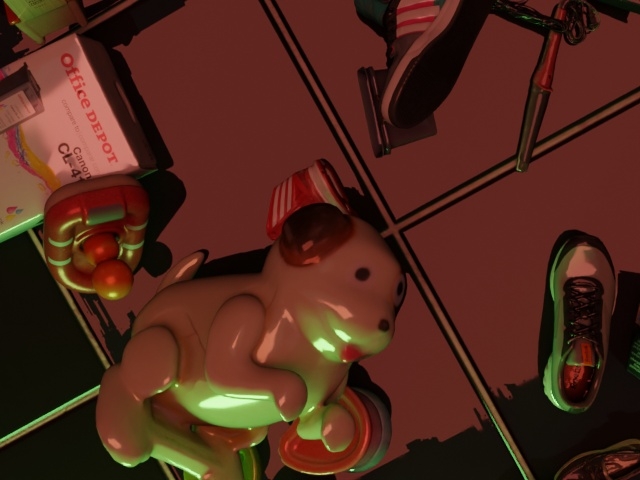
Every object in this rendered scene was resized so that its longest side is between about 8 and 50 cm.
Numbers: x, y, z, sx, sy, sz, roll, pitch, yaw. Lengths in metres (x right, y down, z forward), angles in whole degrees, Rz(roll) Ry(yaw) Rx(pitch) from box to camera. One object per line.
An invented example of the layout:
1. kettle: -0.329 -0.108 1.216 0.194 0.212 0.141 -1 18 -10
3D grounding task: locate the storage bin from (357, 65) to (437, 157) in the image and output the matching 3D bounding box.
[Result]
1. storage bin: 0.116 -0.199 1.525 0.091 0.098 0.135 -14 94 -6

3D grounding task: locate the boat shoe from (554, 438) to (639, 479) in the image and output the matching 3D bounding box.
1. boat shoe: 0.429 0.347 1.570 0.152 0.049 0.056 -28 93 6

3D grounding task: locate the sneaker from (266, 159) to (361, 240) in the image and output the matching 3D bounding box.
1. sneaker: 0.000 0.000 1.563 0.128 0.087 0.221 -26 87 18

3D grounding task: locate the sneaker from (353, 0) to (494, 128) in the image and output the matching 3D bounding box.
1. sneaker: 0.114 -0.301 1.461 0.178 0.124 0.296 19 70 35

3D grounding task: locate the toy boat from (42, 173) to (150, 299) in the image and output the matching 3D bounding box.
1. toy boat: -0.315 0.018 1.495 0.151 0.231 0.151 -14 66 -21

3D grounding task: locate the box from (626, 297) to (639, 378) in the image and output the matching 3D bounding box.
1. box: 0.592 0.159 1.486 0.247 0.163 0.142 8 94 3

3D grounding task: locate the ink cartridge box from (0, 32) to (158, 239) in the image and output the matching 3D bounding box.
1. ink cartridge box: -0.434 -0.144 1.541 0.306 0.131 0.226 -25 93 7

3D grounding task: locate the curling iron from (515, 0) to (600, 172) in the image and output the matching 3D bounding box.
1. curling iron: 0.344 -0.232 1.531 0.068 0.035 0.274 20 96 2

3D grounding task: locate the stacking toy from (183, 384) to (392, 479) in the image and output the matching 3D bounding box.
1. stacking toy: -0.044 0.336 1.597 0.279 0.130 0.309 26 94 27

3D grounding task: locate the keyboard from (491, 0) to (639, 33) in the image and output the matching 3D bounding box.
1. keyboard: 0.326 -0.401 1.496 0.317 0.033 0.202 22 96 11

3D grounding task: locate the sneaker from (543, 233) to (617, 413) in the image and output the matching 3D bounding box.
1. sneaker: 0.390 0.126 1.525 0.100 0.108 0.272 3 94 5

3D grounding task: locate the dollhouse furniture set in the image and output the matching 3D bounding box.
1. dollhouse furniture set: -0.414 -0.424 1.464 0.262 0.135 0.259 -22 65 4

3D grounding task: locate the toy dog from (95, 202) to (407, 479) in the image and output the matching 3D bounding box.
1. toy dog: -0.060 0.131 1.442 0.408 0.395 0.284 -33 125 19
